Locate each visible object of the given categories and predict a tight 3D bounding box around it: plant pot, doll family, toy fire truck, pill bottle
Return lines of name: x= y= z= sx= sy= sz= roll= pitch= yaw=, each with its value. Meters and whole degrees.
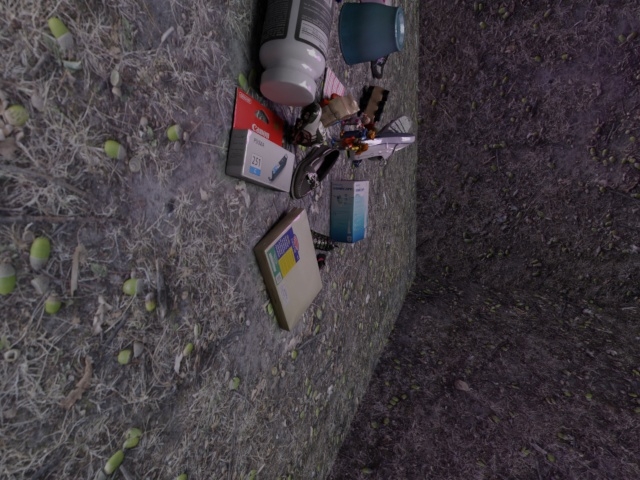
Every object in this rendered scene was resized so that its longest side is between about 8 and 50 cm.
plant pot: x=0.250 y=-0.970 z=1.882 sx=0.272 sy=0.256 sz=0.271 roll=6 pitch=90 yaw=-66
doll family: x=0.171 y=-0.489 z=1.926 sx=0.118 sy=0.163 sz=0.262 roll=68 pitch=36 yaw=-47
toy fire truck: x=0.308 y=-0.696 z=2.254 sx=0.246 sy=0.159 sz=0.216 roll=89 pitch=20 yaw=-70
pill bottle: x=-0.078 y=-0.628 z=1.267 sx=0.210 sy=0.211 sz=0.362 roll=20 pitch=78 yaw=-66

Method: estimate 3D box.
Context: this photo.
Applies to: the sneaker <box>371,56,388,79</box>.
sneaker: x=0.341 y=-1.042 z=2.262 sx=0.101 sy=0.106 sz=0.267 roll=-53 pitch=143 yaw=-52

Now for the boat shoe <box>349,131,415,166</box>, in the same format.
boat shoe: x=0.321 y=-0.468 z=2.112 sx=0.368 sy=0.136 sz=0.156 roll=-13 pitch=120 yaw=-18

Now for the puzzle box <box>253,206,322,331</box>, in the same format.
puzzle box: x=-0.107 y=0.111 z=1.541 sx=0.272 sy=0.052 sz=0.408 roll=-50 pitch=140 yaw=-41

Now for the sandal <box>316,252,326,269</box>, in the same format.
sandal: x=-0.010 y=0.108 z=1.811 sx=0.179 sy=0.040 sz=0.067 roll=-34 pitch=126 yaw=-61

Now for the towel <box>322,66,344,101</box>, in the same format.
towel: x=0.062 y=-0.661 z=1.806 sx=0.197 sy=0.029 sz=0.144 roll=16 pitch=80 yaw=-66

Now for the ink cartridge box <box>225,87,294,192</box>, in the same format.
ink cartridge box: x=-0.177 y=-0.308 z=1.300 sx=0.296 sy=0.066 sz=0.260 roll=8 pitch=89 yaw=-67

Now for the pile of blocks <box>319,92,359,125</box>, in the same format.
pile of blocks: x=0.047 y=-0.553 z=1.708 sx=0.112 sy=0.149 sz=0.362 roll=60 pitch=30 yaw=-8

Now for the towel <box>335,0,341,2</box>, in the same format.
towel: x=0.102 y=-1.198 z=1.700 sx=0.227 sy=0.076 sz=0.308 roll=62 pitch=40 yaw=-58

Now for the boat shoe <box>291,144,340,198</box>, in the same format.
boat shoe: x=-0.016 y=-0.286 z=1.633 sx=0.335 sy=0.096 sz=0.112 roll=-62 pitch=148 yaw=-41

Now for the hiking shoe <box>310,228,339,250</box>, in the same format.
hiking shoe: x=0.000 y=0.000 z=1.714 sx=0.227 sy=0.114 sz=0.086 roll=10 pitch=86 yaw=-66

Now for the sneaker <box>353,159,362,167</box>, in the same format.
sneaker: x=0.211 y=-0.443 z=2.175 sx=0.058 sy=0.052 sz=0.135 roll=60 pitch=42 yaw=-60

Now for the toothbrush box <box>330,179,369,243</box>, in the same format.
toothbrush box: x=0.146 y=-0.149 z=1.998 sx=0.216 sy=0.126 sz=0.295 roll=-22 pitch=116 yaw=-63

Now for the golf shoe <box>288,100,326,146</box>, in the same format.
golf shoe: x=-0.025 y=-0.401 z=1.409 sx=0.273 sy=0.120 sz=0.105 roll=162 pitch=-56 yaw=-75

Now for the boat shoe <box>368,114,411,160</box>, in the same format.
boat shoe: x=0.360 y=-0.571 z=2.222 sx=0.320 sy=0.103 sz=0.118 roll=-46 pitch=123 yaw=4

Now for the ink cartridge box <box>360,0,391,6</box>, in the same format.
ink cartridge box: x=0.281 y=-1.332 z=2.022 sx=0.226 sy=0.131 sz=0.305 roll=9 pitch=89 yaw=-66
